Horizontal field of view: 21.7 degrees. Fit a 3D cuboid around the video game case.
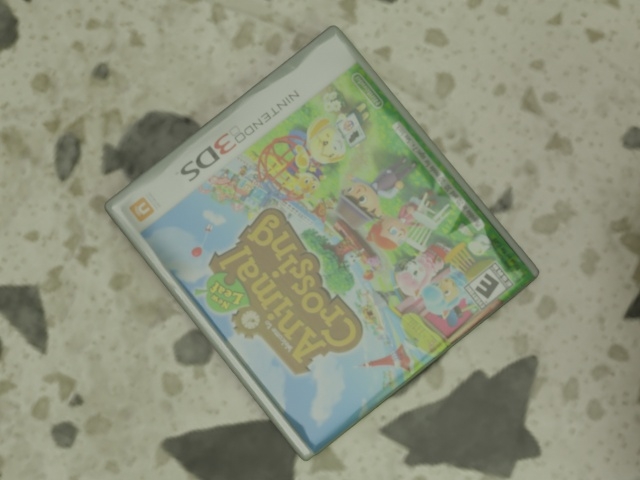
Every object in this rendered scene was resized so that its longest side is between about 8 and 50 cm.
[{"bbox_3d":[0.000,0.000,1.076,0.193,0.023,0.212,-38,83,-3],"label":"video game case"}]
